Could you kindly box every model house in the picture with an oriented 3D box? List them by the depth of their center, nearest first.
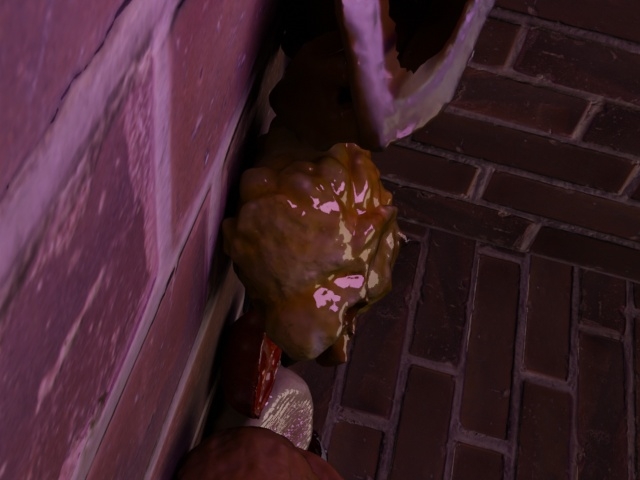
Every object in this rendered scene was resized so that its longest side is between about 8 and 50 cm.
[{"bbox_3d":[0.025,-0.218,0.780,0.239,0.173,0.268,9,-113,56],"label":"model house"}]

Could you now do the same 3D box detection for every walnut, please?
[{"bbox_3d":[-0.076,0.334,0.940,0.257,0.257,0.225,-73,145,-50],"label":"walnut"}]

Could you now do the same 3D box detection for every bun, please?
[{"bbox_3d":[-0.106,0.287,1.229,0.222,0.127,0.222,-34,137,-39],"label":"bun"}]

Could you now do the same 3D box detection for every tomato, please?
[{"bbox_3d":[-0.095,0.153,1.101,0.155,0.069,0.156,13,90,-80],"label":"tomato"}]

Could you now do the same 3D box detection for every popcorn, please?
[{"bbox_3d":[0.000,0.000,0.861,0.233,0.192,0.266,84,3,-68],"label":"popcorn"}]

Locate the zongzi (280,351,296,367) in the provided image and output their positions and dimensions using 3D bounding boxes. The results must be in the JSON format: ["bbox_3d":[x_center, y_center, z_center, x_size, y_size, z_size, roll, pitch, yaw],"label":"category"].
[{"bbox_3d":[-0.040,0.140,1.454,0.356,0.174,0.393,-58,170,-68],"label":"zongzi"}]

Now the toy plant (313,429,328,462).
[{"bbox_3d":[-0.111,0.569,1.917,0.332,0.247,0.247,-42,148,-80],"label":"toy plant"}]

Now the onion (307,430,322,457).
[{"bbox_3d":[-0.084,0.455,1.425,0.314,0.232,0.314,14,90,-90],"label":"onion"}]

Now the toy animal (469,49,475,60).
[{"bbox_3d":[0.125,-0.323,0.964,0.302,0.225,0.284,-5,-99,58],"label":"toy animal"}]

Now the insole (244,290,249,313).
[{"bbox_3d":[-0.106,0.069,1.210,0.135,0.002,0.045,103,2,-59],"label":"insole"}]
